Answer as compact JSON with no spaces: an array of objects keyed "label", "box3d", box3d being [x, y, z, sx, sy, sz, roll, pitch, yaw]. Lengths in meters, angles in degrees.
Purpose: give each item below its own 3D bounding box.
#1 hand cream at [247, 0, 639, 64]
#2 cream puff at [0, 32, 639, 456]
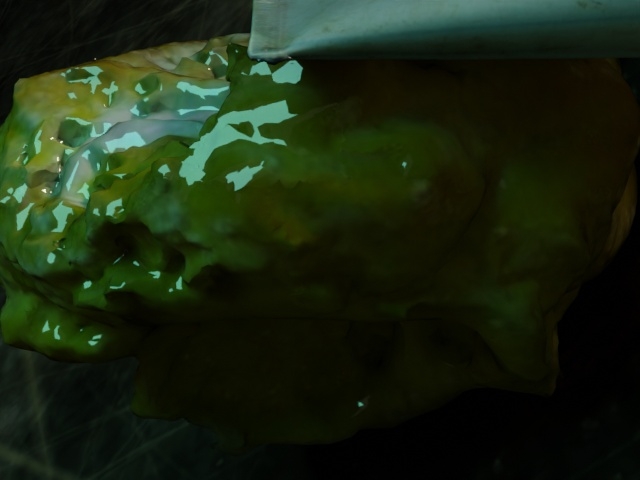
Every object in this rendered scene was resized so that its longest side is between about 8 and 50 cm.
[{"label":"hand cream","box3d":[0.129,-0.102,0.659,0.312,0.070,0.111,-1,34,-2]},{"label":"cream puff","box3d":[-0.002,0.000,0.764,0.282,0.185,0.282,-6,11,1]}]
